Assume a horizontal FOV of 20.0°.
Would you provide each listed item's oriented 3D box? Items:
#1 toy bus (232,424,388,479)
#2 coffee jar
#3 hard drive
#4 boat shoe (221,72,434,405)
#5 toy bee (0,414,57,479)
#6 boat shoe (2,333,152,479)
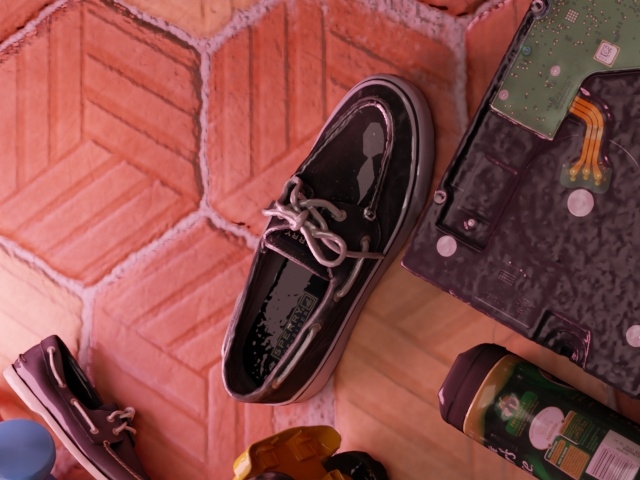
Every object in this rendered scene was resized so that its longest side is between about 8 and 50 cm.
[{"bbox_3d":[-0.023,0.296,1.523,0.211,0.149,0.220,-43,69,33],"label":"toy bus"},{"bbox_3d":[0.186,0.152,1.450,0.184,0.096,0.079,30,93,24],"label":"coffee jar"},{"bbox_3d":[0.241,-0.074,1.458,0.237,0.064,0.339,29,99,23],"label":"hard drive"},{"bbox_3d":[-0.004,-0.002,1.540,0.113,0.105,0.306,32,100,23],"label":"boat shoe"},{"bbox_3d":[-0.298,0.233,1.608,0.298,0.162,0.195,23,136,46],"label":"toy bee"},{"bbox_3d":[-0.201,0.166,1.637,0.065,0.075,0.206,-46,69,-4],"label":"boat shoe"}]
